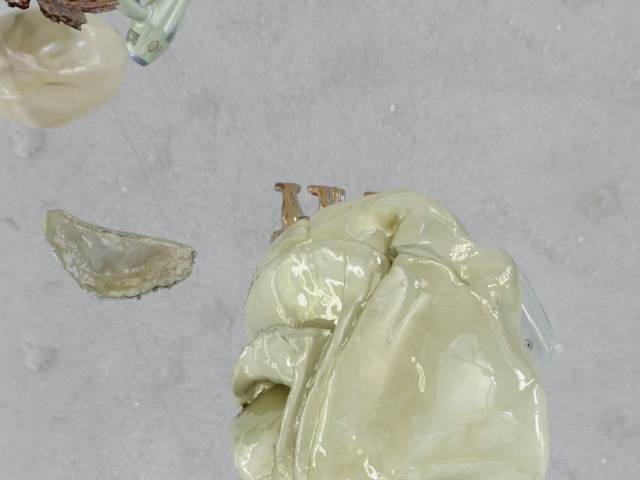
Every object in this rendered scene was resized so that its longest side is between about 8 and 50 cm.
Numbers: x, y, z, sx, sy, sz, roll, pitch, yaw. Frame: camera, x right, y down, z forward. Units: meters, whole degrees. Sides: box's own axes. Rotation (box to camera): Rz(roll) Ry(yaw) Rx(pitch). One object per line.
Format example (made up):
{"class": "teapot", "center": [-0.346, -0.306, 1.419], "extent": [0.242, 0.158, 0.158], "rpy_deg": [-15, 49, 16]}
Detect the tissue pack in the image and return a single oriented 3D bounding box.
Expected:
{"class": "tissue pack", "center": [0.376, 0.167, 1.813], "extent": [0.236, 0.229, 0.333], "rpy_deg": [-24, 114, 23]}

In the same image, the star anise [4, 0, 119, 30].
{"class": "star anise", "center": [-0.439, -0.398, 1.241], "extent": [0.288, 0.288, 0.088], "rpy_deg": [13, 81, 4]}

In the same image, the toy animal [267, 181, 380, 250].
{"class": "toy animal", "center": [0.000, 0.000, 1.125], "extent": [0.097, 0.312, 0.158], "rpy_deg": [4, 94, -24]}

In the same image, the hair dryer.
{"class": "hair dryer", "center": [-0.398, -0.605, 1.998], "extent": [0.119, 0.298, 0.296], "rpy_deg": [35, 74, 23]}

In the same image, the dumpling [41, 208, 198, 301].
{"class": "dumpling", "center": [-0.437, 0.050, 1.743], "extent": [0.332, 0.086, 0.166], "rpy_deg": [16, 85, -1]}

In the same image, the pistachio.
{"class": "pistachio", "center": [-0.467, -0.311, 1.457], "extent": [0.226, 0.332, 0.208], "rpy_deg": [0, 111, 34]}

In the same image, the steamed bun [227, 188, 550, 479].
{"class": "steamed bun", "center": [0.026, 0.092, 0.648], "extent": [0.203, 0.276, 0.289], "rpy_deg": [-1, 53, -13]}
